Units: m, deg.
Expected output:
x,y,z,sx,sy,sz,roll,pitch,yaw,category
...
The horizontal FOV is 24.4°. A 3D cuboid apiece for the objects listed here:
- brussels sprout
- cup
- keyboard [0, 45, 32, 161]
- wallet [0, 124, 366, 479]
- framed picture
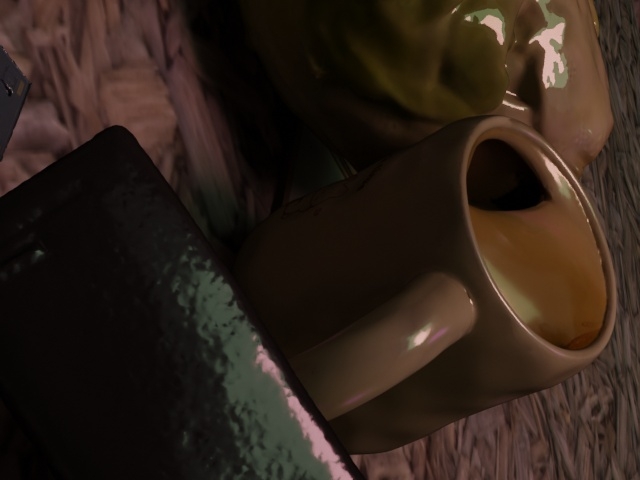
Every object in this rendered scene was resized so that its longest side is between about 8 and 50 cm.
x,y,z,sx,sy,sz,roll,pitch,yaw,category
0.078,-0.166,1.039,0.316,0.242,0.274,42,17,-27,brussels sprout
0.047,0.060,0.895,0.173,0.202,0.255,46,38,-23,cup
-0.190,-0.112,0.681,0.176,0.014,0.055,56,32,-44,keyboard
-0.070,0.075,0.681,0.124,0.025,0.244,-35,93,-24,wallet
0.000,0.000,1.098,0.201,0.010,0.136,-81,149,-42,framed picture
